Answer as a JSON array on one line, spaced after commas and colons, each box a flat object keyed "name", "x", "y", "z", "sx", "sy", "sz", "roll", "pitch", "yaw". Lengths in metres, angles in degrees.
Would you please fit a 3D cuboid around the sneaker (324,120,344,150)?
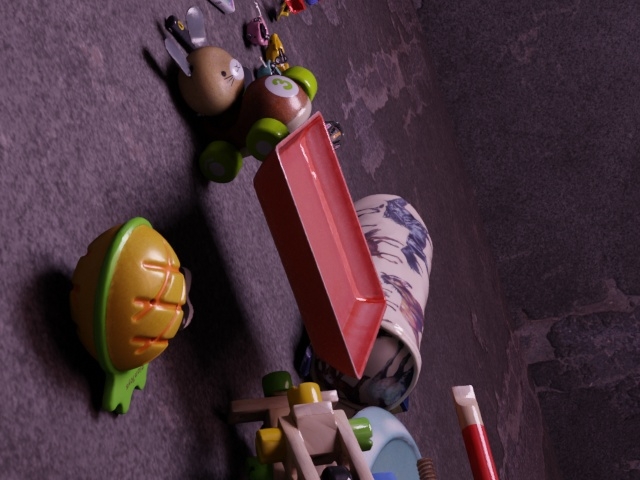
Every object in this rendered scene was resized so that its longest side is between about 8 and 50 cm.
[{"name": "sneaker", "x": -0.007, "y": -0.158, "z": 1.724, "sx": 0.178, "sy": 0.077, "sz": 0.072, "roll": -69, "pitch": 138, "yaw": -62}]

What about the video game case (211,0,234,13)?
[{"name": "video game case", "x": -0.171, "y": -0.417, "z": 1.542, "sx": 0.143, "sy": 0.019, "sz": 0.157, "roll": 25, "pitch": 51, "yaw": -69}]

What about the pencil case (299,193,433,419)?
[{"name": "pencil case", "x": 0.076, "y": 0.086, "z": 1.637, "sx": 0.160, "sy": 0.183, "sz": 0.410, "roll": 38, "pitch": 27, "yaw": -13}]

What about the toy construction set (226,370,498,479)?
[{"name": "toy construction set", "x": 0.018, "y": 0.214, "z": 1.135, "sx": 0.257, "sy": 0.309, "sz": 0.237, "roll": 64, "pitch": 13, "yaw": -54}]

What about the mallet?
[{"name": "mallet", "x": -0.145, "y": -0.229, "z": 1.437, "sx": 0.190, "sy": 0.039, "sz": 0.062, "roll": 33, "pitch": 46, "yaw": -58}]

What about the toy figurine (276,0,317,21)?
[{"name": "toy figurine", "x": -0.011, "y": -0.533, "z": 1.887, "sx": 0.217, "sy": 0.191, "sz": 0.362, "roll": 65, "pitch": 18, "yaw": -13}]

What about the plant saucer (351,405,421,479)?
[{"name": "plant saucer", "x": 0.080, "y": 0.379, "z": 1.425, "sx": 0.317, "sy": 0.044, "sz": 0.317, "roll": 3, "pitch": 86, "yaw": -63}]

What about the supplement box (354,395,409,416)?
[{"name": "supplement box", "x": 0.088, "y": 0.224, "z": 1.667, "sx": 0.083, "sy": 0.083, "sz": 0.056, "roll": -79, "pitch": 149, "yaw": -56}]

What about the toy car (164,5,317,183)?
[{"name": "toy car", "x": -0.115, "y": -0.196, "z": 1.341, "sx": 0.188, "sy": 0.149, "sz": 0.155, "roll": 53, "pitch": 35, "yaw": -24}]

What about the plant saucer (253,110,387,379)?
[{"name": "plant saucer", "x": 0.000, "y": 0.000, "z": 1.219, "sx": 0.258, "sy": 0.048, "sz": 0.259, "roll": -57, "pitch": 129, "yaw": -72}]

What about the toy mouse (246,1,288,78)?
[{"name": "toy mouse", "x": -0.086, "y": -0.283, "z": 1.665, "sx": 0.143, "sy": 0.031, "sz": 0.161, "roll": -60, "pitch": 132, "yaw": -67}]

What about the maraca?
[{"name": "maraca", "x": -0.172, "y": 0.068, "z": 0.978, "sx": 0.127, "sy": 0.099, "sz": 0.185, "roll": -55, "pitch": 152, "yaw": -59}]

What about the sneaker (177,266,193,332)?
[{"name": "sneaker", "x": -0.157, "y": 0.060, "z": 1.147, "sx": 0.035, "sy": 0.031, "sz": 0.083, "roll": 36, "pitch": 35, "yaw": -42}]
